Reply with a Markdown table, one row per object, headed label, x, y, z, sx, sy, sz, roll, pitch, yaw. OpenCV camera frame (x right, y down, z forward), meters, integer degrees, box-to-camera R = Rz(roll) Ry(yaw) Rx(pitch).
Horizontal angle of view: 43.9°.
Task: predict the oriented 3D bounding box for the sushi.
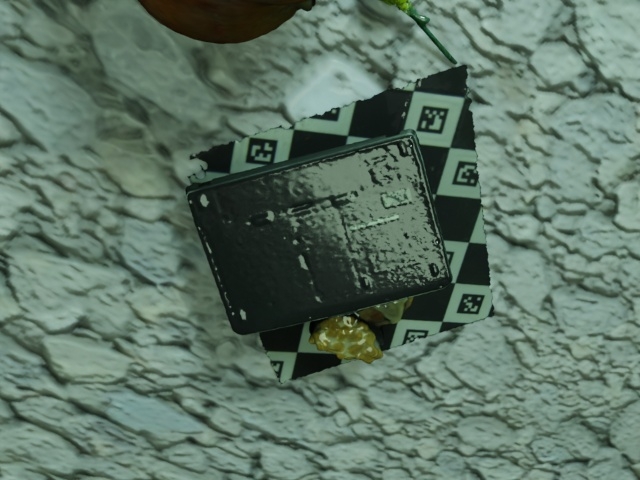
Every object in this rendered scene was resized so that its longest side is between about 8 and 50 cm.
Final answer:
| label | x | y | z | sx | sy | sz | roll | pitch | yaw |
| --- | --- | --- | --- | --- | --- | --- | --- | --- | --- |
| sushi | 0.041 | 0.012 | 0.750 | 0.264 | 0.050 | 0.289 | -17 | 122 | -2 |

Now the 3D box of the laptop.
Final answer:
| label | x | y | z | sx | sy | sz | roll | pitch | yaw |
| --- | --- | --- | --- | --- | --- | --- | --- | --- | --- |
| laptop | 0.000 | 0.000 | 0.694 | 0.207 | 0.026 | 0.153 | -13 | 107 | 9 |

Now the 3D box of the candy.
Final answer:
| label | x | y | z | sx | sy | sz | roll | pitch | yaw |
| --- | --- | --- | --- | --- | --- | --- | --- | --- | --- |
| candy | 0.082 | -0.183 | 0.654 | 0.123 | 0.035 | 0.035 | 41 | 66 | -37 |

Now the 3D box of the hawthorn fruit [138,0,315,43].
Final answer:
| label | x | y | z | sx | sy | sz | roll | pitch | yaw |
| --- | --- | --- | --- | --- | --- | --- | --- | --- | --- |
| hawthorn fruit | -0.076 | -0.253 | 0.493 | 0.199 | 0.199 | 0.251 | -40 | 107 | 12 |
